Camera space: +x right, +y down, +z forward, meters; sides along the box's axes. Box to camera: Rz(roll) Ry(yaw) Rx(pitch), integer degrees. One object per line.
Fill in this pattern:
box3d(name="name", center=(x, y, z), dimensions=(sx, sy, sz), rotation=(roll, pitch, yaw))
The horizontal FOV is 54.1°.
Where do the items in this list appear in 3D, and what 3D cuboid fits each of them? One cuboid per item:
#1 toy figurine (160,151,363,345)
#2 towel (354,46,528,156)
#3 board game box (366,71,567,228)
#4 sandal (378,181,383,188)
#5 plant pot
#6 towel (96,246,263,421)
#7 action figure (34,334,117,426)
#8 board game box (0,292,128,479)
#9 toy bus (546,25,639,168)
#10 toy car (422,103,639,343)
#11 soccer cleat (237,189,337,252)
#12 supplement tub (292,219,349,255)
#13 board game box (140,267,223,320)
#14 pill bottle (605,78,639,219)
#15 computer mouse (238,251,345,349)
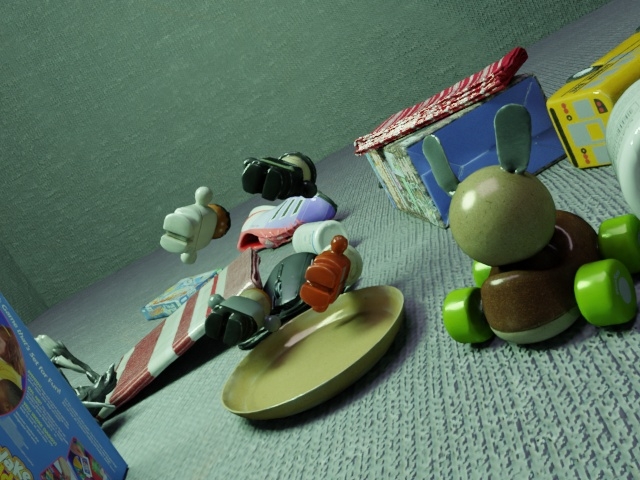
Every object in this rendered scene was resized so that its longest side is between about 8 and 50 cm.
box3d(name="toy figurine", center=(-0.072, 0.009, 0.796), dimensions=(0.210, 0.213, 0.148), rotation=(-29, 2, 18))
box3d(name="towel", center=(0.197, -0.229, 1.026), dimensions=(0.275, 0.031, 0.199), rotation=(-22, 14, 35))
box3d(name="board game box", center=(0.228, -0.155, 1.062), dimensions=(0.232, 0.141, 0.291), rotation=(-31, 12, -3))
box3d(name="sandal", center=(0.182, -0.126, 1.327), dimensions=(0.067, 0.040, 0.179), rotation=(-15, 4, 34))
box3d(name="plant pot", center=(-0.004, 0.129, 0.714), dimensions=(0.236, 0.032, 0.236), rotation=(-28, 11, 6))
box3d(name="towel", center=(-0.227, 0.149, 1.056), dimensions=(0.329, 0.037, 0.237), rotation=(-40, 12, 4))
box3d(name="action figure", center=(-0.397, 0.238, 0.918), dimensions=(0.276, 0.141, 0.164), rotation=(-17, 46, 54))
box3d(name="board game box", center=(-0.332, 0.162, 0.599), dimensions=(0.078, 0.347, 0.233), rotation=(-31, 11, -1))
box3d(name="toy bus", center=(0.462, -0.229, 0.885), dimensions=(0.333, 0.108, 0.130), rotation=(-35, 13, -23))
box3d(name="toy car", center=(0.166, -0.021, 0.542), dimensions=(0.155, 0.188, 0.149), rotation=(-18, 17, 44))
box3d(name="soccer cleat", center=(-0.082, -0.035, 1.462), dimensions=(0.318, 0.108, 0.116), rotation=(-13, 41, 50))
box3d(name="supplement tub", center=(0.000, 0.000, 1.143), dimensions=(0.071, 0.071, 0.107), rotation=(-35, 13, -21))
box3d(name="board game box", center=(-0.320, 0.127, 1.468), dimensions=(0.201, 0.035, 0.136), rotation=(-17, 18, 48))
box3d(name="pill bottle", center=(0.333, -0.092, 0.570), dimensions=(0.131, 0.131, 0.229), rotation=(-24, 10, 26))
box3d(name="computer mouse", center=(-0.026, 0.060, 0.981), dimensions=(0.184, 0.060, 0.262), rotation=(-25, 13, 28))
